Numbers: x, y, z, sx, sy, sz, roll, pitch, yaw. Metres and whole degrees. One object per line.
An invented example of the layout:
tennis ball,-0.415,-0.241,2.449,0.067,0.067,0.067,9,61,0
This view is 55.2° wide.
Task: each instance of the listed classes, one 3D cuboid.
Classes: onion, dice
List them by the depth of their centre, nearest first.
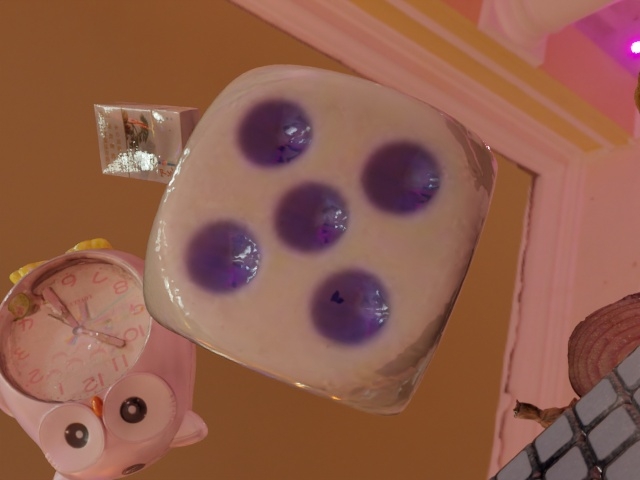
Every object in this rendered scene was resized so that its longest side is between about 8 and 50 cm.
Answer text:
dice,0.000,0.000,0.695,0.304,0.277,0.304,21,-98,6
onion,0.467,0.214,0.803,0.230,0.272,0.256,53,-124,-16

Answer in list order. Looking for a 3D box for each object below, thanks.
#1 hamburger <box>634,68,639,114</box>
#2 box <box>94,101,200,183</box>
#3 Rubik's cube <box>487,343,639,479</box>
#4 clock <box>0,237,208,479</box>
hamburger,0.544,-0.240,0.786,0.245,0.261,0.211,47,-113,-21
box,-0.346,-0.198,1.238,0.067,0.233,0.149,-35,-51,-53
Rubik's cube,0.258,0.245,0.399,0.237,0.238,0.237,40,-72,-3
clock,-0.371,0.224,1.065,0.369,0.250,0.376,-23,-116,-9
